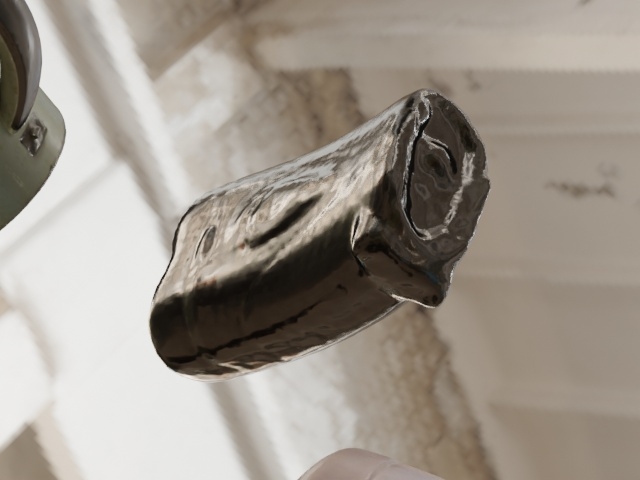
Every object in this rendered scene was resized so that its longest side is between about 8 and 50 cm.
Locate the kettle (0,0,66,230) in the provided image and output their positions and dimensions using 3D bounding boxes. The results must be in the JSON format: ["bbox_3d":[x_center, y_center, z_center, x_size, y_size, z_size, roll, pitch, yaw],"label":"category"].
[{"bbox_3d":[-0.272,-0.119,1.165,0.221,0.161,0.236,-10,-48,32],"label":"kettle"}]

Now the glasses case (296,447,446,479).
[{"bbox_3d":[0.001,0.187,0.521,0.075,0.113,0.297,17,-50,18],"label":"glasses case"}]

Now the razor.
[{"bbox_3d":[0.000,0.000,0.701,0.054,0.090,0.148,35,-40,-29],"label":"razor"}]
